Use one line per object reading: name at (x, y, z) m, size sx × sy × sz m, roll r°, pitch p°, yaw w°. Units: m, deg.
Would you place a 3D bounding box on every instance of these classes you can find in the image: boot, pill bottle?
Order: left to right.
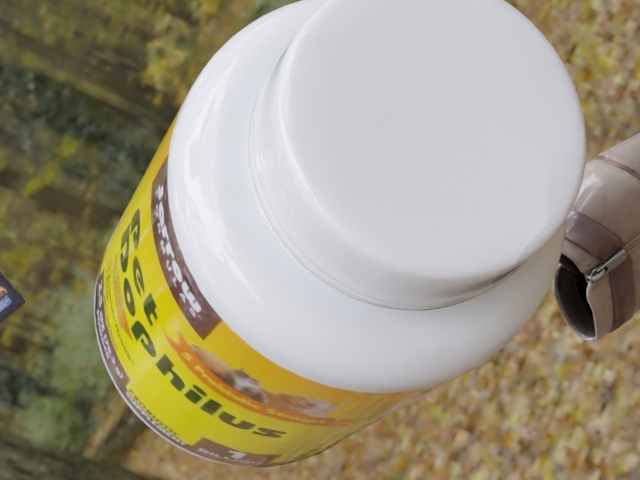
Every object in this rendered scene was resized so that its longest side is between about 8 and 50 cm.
pill bottle at (0.000, 0.000, 0.480) m, size 0.215 × 0.117 × 0.117 m, roll 134°, pitch 159°, yaw -66°
boot at (0.135, 0.009, 0.627) m, size 0.087 × 0.118 × 0.042 m, roll -45°, pitch 31°, yaw -18°

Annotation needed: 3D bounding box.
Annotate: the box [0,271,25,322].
box at (-0.298, 0.105, 0.967) m, size 0.233 × 0.044 × 0.159 m, roll -42°, pitch 6°, yaw -19°
